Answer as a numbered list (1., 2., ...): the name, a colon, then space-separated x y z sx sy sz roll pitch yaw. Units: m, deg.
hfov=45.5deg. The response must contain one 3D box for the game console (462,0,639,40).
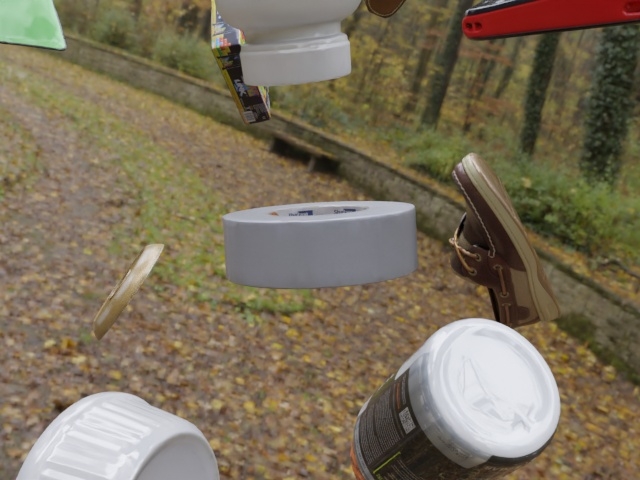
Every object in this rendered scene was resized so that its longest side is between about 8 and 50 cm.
1. game console: 0.379 -0.297 0.768 0.386 0.060 0.342 -37 25 -34

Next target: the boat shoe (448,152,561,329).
1. boat shoe: 0.250 0.021 1.128 0.342 0.123 0.123 53 17 -41

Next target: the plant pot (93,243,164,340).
1. plant pot: -0.403 0.098 1.576 0.032 0.236 0.236 35 9 -14

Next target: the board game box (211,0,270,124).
1. board game box: -0.123 -0.291 1.201 0.048 0.141 0.170 -9 -33 8

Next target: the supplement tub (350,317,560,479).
1. supplement tub: 0.164 0.255 1.044 0.193 0.316 0.194 11 55 -16

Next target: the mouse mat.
1. mouse mat: -0.473 -0.360 1.134 0.007 0.153 0.189 -21 -6 32

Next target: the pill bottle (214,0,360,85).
1. pill bottle: -0.041 -0.327 0.830 0.169 0.302 0.169 -6 17 2

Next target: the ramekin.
1. ramekin: -0.229 0.324 0.906 0.127 0.273 0.273 4 7 25

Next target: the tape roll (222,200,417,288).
1. tape roll: 0.000 0.000 0.869 0.219 0.072 0.219 -2 7 0

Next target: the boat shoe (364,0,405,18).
1. boat shoe: 0.154 -0.535 1.377 0.122 0.324 0.120 16 52 -8
